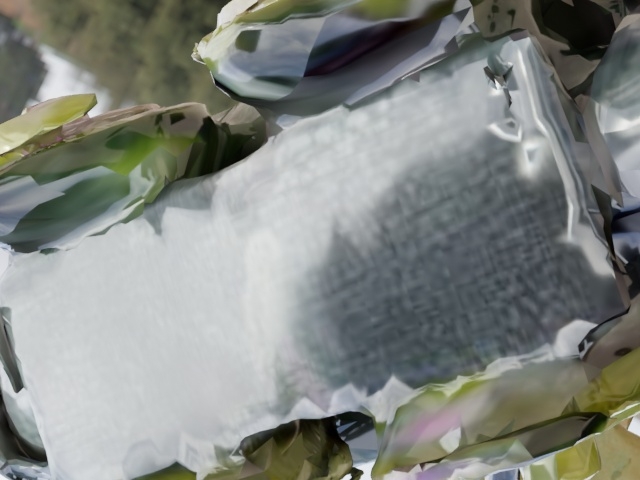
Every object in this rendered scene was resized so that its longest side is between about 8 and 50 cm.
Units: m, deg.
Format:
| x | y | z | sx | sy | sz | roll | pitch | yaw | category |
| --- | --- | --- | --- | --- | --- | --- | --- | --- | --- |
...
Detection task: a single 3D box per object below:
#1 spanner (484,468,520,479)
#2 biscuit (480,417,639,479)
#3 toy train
| x | y | z | sx | sy | sz | roll | pitch | yaw | category |
| --- | --- | --- | --- | --- | --- | --- | --- | --- | --- |
| 0.084 | 0.178 | 0.977 | 0.024 | 0.316 | 0.087 | -3 | -134 | 1 | spanner |
| 0.119 | 0.125 | 1.029 | 0.234 | 0.153 | 0.030 | 42 | 175 | 30 | biscuit |
| 0.019 | -0.002 | 0.511 | 0.177 | 0.261 | 0.134 | -23 | -90 | -47 | toy train |
